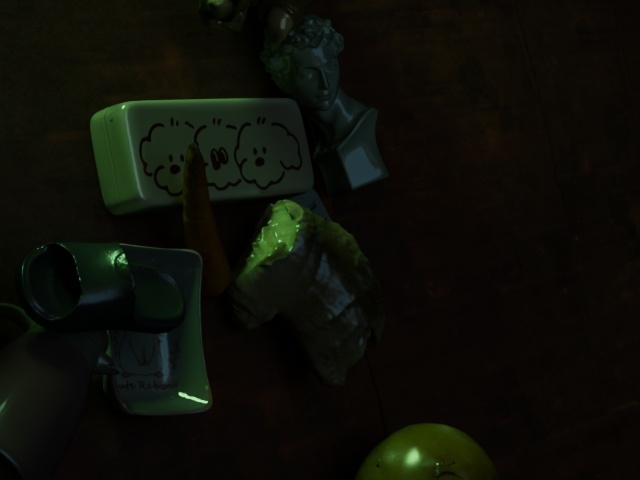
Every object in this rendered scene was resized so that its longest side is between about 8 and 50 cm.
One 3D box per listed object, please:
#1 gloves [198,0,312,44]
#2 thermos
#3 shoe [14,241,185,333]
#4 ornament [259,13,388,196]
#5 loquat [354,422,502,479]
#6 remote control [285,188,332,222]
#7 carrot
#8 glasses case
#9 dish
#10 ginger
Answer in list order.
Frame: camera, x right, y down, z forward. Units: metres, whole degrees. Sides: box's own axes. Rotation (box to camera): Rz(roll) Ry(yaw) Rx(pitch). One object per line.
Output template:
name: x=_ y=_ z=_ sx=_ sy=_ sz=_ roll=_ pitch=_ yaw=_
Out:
gloves: x=-0.088 y=-0.403 z=2.072 sx=0.203 sy=0.155 sz=0.356 roll=63 pitch=28 yaw=-24
thermos: x=-0.343 y=0.172 z=1.661 sx=0.176 sy=0.146 sz=0.265 roll=35 pitch=41 yaw=-8
shoe: x=-0.239 y=0.046 z=1.703 sx=0.241 sy=0.093 sz=0.108 roll=10 pitch=51 yaw=-47
ornament: x=0.010 y=-0.200 z=2.155 sx=0.120 sy=0.130 sz=0.285 roll=-37 pitch=115 yaw=-29
loquat: x=0.154 y=0.374 z=2.058 sx=0.235 sy=0.235 sz=0.235 roll=16 pitch=68 yaw=-44
remote control: x=0.000 y=0.000 z=2.146 sx=0.065 sy=0.029 sz=0.166 roll=-49 pitch=119 yaw=-42
carrot: x=-0.156 y=-0.018 z=1.889 sx=0.061 sy=0.061 sz=0.257 roll=-56 pitch=151 yaw=-40
glasses case: x=-0.153 y=-0.117 z=1.979 sx=0.336 sy=0.076 sz=0.144 roll=-9 pitch=85 yaw=-48
dish: x=-0.220 y=0.117 z=1.840 sx=0.151 sy=0.077 sz=0.212 roll=5 pitch=75 yaw=-44
ginger: x=-0.023 y=0.076 z=2.032 sx=0.221 sy=0.130 sz=0.276 roll=-25 pitch=99 yaw=-36
